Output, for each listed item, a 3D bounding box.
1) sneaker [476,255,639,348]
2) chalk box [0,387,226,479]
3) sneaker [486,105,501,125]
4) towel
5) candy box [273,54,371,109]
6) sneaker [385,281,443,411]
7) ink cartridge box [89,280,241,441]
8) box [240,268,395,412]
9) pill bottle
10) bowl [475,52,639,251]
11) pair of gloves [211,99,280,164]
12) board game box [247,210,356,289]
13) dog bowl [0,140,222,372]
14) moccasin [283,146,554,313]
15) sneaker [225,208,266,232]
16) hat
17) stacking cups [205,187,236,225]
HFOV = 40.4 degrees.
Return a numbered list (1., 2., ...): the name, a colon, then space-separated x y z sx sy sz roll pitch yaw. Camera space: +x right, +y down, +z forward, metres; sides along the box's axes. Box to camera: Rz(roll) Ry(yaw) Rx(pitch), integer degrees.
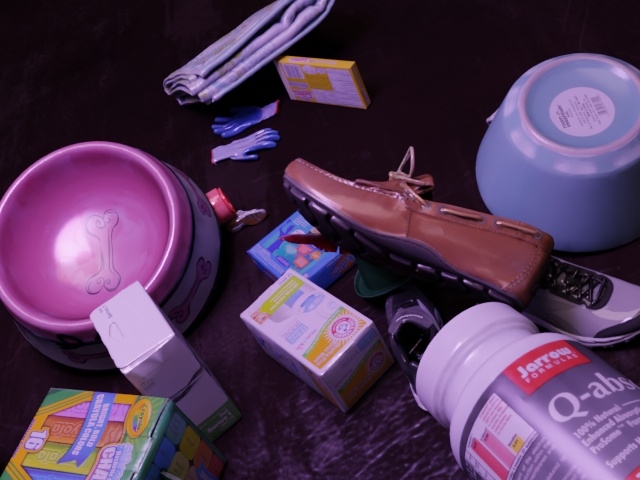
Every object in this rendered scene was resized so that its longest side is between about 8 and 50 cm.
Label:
1. sneaker: 0.326 0.070 1.200 0.271 0.108 0.100 11 53 35
2. chalk box: -0.261 0.330 1.206 0.289 0.180 0.179 -1 49 27
3. sneaker: 0.337 -0.168 1.475 0.083 0.071 0.190 -34 37 14
4. towel: -0.163 -0.427 1.901 0.374 0.090 0.320 -39 19 -12
5. candy box: 0.002 -0.325 1.775 0.206 0.105 0.027 15 57 38
6. sneaker: 0.136 0.126 1.246 0.078 0.106 0.234 -21 42 7
7. ink cartridge box: -0.230 0.187 1.299 0.092 0.219 0.160 -37 42 -9
8. box: -0.005 0.147 1.305 0.114 0.103 0.203 -43 43 -16
9. pill bottle: 0.279 0.234 0.981 0.210 0.210 0.363 -37 42 -10
10. bowl: 0.385 -0.156 1.291 0.311 0.163 0.311 -6 58 9
11. pair of gloves: -0.158 -0.228 1.829 0.159 0.023 0.198 -16 42 14
12. board game box: 0.000 0.000 1.492 0.210 0.047 0.160 -39 41 -11
13. dog bowl: -0.383 0.011 1.494 0.408 0.150 0.408 -3 69 8
14. moccasin: 0.126 -0.034 1.185 0.380 0.139 0.147 20 73 21
15. sneaker: -0.141 -0.046 1.628 0.083 0.032 0.037 -20 42 9
16. hat: 0.067 -0.029 1.336 0.173 0.183 0.208 -36 19 17
17. stacking cups: -0.304 0.010 1.614 0.316 0.096 0.096 -30 41 -3
